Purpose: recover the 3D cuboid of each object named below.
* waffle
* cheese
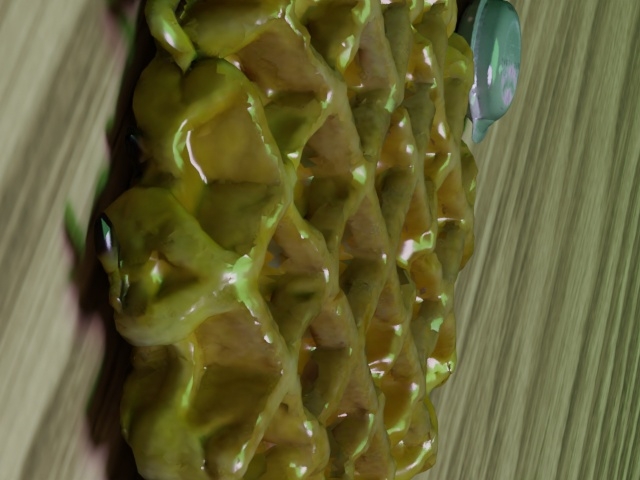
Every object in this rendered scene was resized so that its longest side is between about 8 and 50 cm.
[{"bbox_3d":[0.001,-0.011,0.733,0.329,0.062,0.329,6,90,-70],"label":"waffle"},{"bbox_3d":[0.086,-0.109,0.993,0.067,0.026,0.120,-2,96,-71],"label":"cheese"}]
